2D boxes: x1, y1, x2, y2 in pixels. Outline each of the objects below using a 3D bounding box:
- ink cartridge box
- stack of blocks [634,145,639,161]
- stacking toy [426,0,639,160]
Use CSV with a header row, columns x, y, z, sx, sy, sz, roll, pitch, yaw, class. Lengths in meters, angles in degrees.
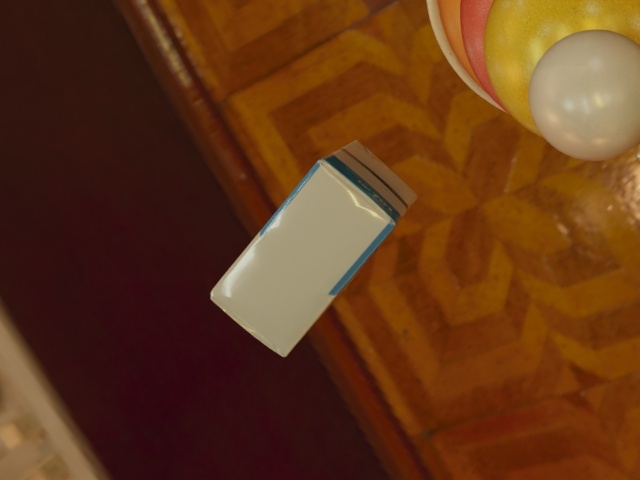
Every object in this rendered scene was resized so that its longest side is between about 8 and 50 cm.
x,y,z,sx,sy,sz,roll,pitch,yaw,class
0.000,0.000,1.114,0.082,0.191,0.139,40,103,3,ink cartridge box
0.418,-0.091,1.226,0.171,0.297,0.087,45,127,38,stack of blocks
0.278,-0.209,1.389,0.351,0.480,0.350,2,116,5,stacking toy
